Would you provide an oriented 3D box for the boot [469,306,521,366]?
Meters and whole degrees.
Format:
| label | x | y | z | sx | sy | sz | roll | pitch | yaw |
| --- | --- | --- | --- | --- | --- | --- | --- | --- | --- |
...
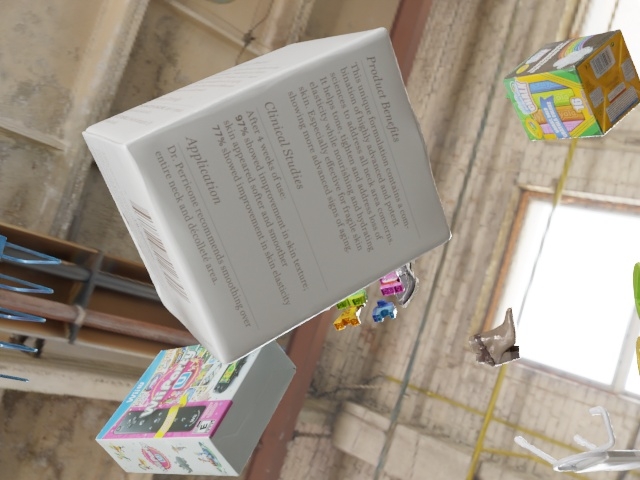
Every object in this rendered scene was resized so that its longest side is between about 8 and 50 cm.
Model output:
| label | x | y | z | sx | sy | sz | roll | pitch | yaw |
| --- | --- | --- | --- | --- | --- | --- | --- | --- | --- |
| boot | 0.312 | 0.176 | 1.334 | 0.042 | 0.086 | 0.119 | -51 | -48 | -61 |

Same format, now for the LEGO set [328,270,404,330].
| label | x | y | z | sx | sy | sz | roll | pitch | yaw |
| --- | --- | --- | --- | --- | --- | --- | --- | --- | --- |
| LEGO set | 0.087 | 0.131 | 1.613 | 0.093 | 0.227 | 0.087 | -68 | -41 | -59 |

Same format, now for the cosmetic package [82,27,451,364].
| label | x | y | z | sx | sy | sz | roll | pitch | yaw |
| --- | --- | --- | --- | --- | --- | --- | --- | --- | --- |
| cosmetic package | -0.084 | -0.085 | 1.108 | 0.393 | 0.327 | 0.330 | -27 | -70 | -19 |

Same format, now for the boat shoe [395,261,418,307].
| label | x | y | z | sx | sy | sz | roll | pitch | yaw |
| --- | --- | --- | --- | --- | --- | --- | --- | --- | --- |
| boat shoe | 0.194 | 0.087 | 1.830 | 0.065 | 0.206 | 0.075 | 32 | -60 | -16 |

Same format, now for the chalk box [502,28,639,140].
| label | x | y | z | sx | sy | sz | roll | pitch | yaw |
| --- | --- | --- | --- | --- | --- | --- | --- | --- | --- |
| chalk box | 0.567 | -0.354 | 1.736 | 0.180 | 0.289 | 0.179 | -39 | -70 | -20 |

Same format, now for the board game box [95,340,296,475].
| label | x | y | z | sx | sy | sz | roll | pitch | yaw |
| --- | --- | --- | --- | --- | --- | --- | --- | --- | --- |
| board game box | -0.218 | 0.289 | 1.297 | 0.098 | 0.303 | 0.224 | 55 | -137 | -23 |

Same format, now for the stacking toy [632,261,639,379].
| label | x | y | z | sx | sy | sz | roll | pitch | yaw |
| --- | --- | --- | --- | --- | --- | --- | --- | --- | --- |
| stacking toy | 0.691 | 0.181 | 1.394 | 0.309 | 0.130 | 0.280 | -35 | -62 | -78 |

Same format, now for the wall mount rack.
| label | x | y | z | sx | sy | sz | roll | pitch | yaw |
| --- | --- | --- | --- | --- | --- | --- | --- | --- | --- |
| wall mount rack | 0.652 | 0.485 | 1.757 | 0.349 | 0.304 | 0.131 | 8 | -123 | -26 |

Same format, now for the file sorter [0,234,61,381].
| label | x | y | z | sx | sy | sz | roll | pitch | yaw |
| --- | --- | --- | --- | --- | --- | --- | --- | --- | --- |
| file sorter | -0.419 | 0.090 | 0.946 | 0.104 | 0.118 | 0.170 | 27 | -111 | -47 |
